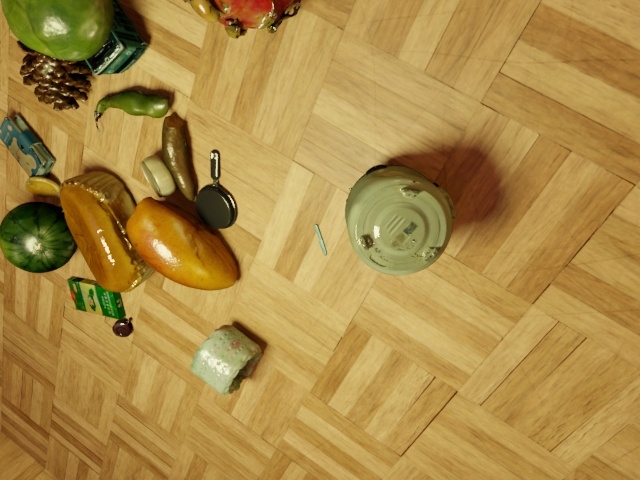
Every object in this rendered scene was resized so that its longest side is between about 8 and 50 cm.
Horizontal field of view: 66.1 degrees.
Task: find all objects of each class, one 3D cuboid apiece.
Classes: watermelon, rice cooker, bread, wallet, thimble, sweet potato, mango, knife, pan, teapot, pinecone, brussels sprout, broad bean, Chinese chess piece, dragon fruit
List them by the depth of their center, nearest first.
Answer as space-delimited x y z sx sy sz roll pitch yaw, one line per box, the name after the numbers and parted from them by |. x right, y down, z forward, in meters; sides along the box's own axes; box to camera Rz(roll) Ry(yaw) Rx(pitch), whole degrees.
-0.167 -0.536 0.966 0.250 0.291 0.269 -24 102 28 | dragon fruit
0.164 -0.049 1.056 0.226 0.244 0.225 0 104 -1 | rice cooker
-0.568 -0.519 1.072 0.244 0.244 0.244 11 117 23 | brussels sprout
0.000 0.000 1.299 0.014 0.005 0.091 -10 108 29 | knife
-0.395 -0.222 1.357 0.077 0.077 0.243 6 113 25 | sweet potato
-0.727 -0.459 1.360 0.186 0.168 0.212 29 121 6 | pinecone
-0.530 -0.370 1.374 0.318 0.056 0.098 -3 118 34 | broad bean
-0.298 -0.136 1.375 0.136 0.028 0.235 14 118 21 | pan
-0.460 -0.181 1.395 0.122 0.051 0.122 46 155 30 | Chinese chess piece
-0.393 0.027 1.419 0.350 0.199 0.201 42 155 -11 | mango
-0.290 0.373 1.516 0.149 0.185 0.211 33 138 12 | thimble
-0.665 -0.025 1.524 0.236 0.183 0.388 -21 102 36 | bread
-0.973 -0.302 1.629 0.141 0.059 0.202 -33 93 41 | wallet
-0.935 -0.011 1.638 0.243 0.242 0.242 11 117 23 | watermelon
-0.930 -0.179 1.648 0.110 0.024 0.110 -1 153 0 | bread
-0.717 0.314 1.793 0.068 0.045 0.100 38 109 -21 | teapot

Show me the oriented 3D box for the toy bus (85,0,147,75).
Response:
-0.566 -0.553 1.246 0.128 0.147 0.256 -32 92 24 | toy bus

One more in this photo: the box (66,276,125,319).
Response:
-0.824 0.211 1.804 0.235 0.034 0.132 8 116 25 | box
